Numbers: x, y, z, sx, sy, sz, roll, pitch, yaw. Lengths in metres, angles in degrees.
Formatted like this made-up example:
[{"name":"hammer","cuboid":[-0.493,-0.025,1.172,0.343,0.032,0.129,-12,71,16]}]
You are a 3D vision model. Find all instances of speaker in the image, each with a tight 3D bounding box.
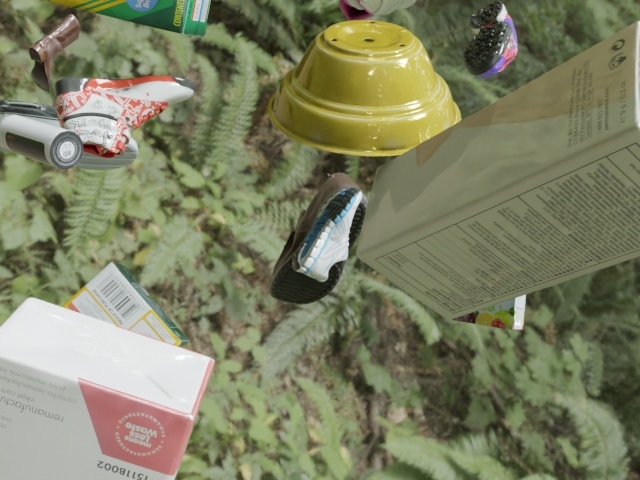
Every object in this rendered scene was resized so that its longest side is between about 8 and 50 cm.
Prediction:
[{"name":"speaker","cuboid":[-0.395,-0.139,1.149,0.055,0.136,0.055,-27,125,-45]}]

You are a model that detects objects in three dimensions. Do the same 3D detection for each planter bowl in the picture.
[{"name":"planter bowl","cuboid":[0.050,-0.182,0.894,0.217,0.217,0.090,-83,176,-55]}]

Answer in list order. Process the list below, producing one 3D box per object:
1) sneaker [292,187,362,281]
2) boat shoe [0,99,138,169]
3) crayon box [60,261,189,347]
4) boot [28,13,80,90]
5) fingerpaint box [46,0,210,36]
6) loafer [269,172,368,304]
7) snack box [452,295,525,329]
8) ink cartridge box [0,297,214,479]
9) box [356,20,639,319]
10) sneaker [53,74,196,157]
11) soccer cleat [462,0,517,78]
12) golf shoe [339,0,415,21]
[{"name":"sneaker","cuboid":[0.028,-0.009,1.517,0.083,0.191,0.071,36,-4,-28]},{"name":"boat shoe","cuboid":[-0.556,-0.245,1.785,0.335,0.121,0.119,10,47,-41]},{"name":"crayon box","cuboid":[-0.436,0.222,1.538,0.203,0.323,0.083,48,-2,6]},{"name":"boot","cuboid":[-0.460,-0.331,1.441,0.037,0.106,0.114,27,55,6]},{"name":"fingerpaint box","cuboid":[-0.365,-0.637,1.502,0.163,0.370,0.445,-60,164,-76]},{"name":"loafer","cuboid":[0.000,0.000,1.778,0.133,0.366,0.130,20,39,-20]},{"name":"snack box","cuboid":[0.311,0.107,1.517,0.037,0.141,0.100,6,89,-41]},{"name":"ink cartridge box","cuboid":[-0.147,0.146,0.473,0.115,0.198,0.067,19,21,-4]},{"name":"box","cuboid":[0.192,-0.044,0.748,0.148,0.311,0.121,34,52,-27]},{"name":"sneaker","cuboid":[-0.363,-0.233,1.560,0.270,0.090,0.145,-6,86,-27]},{"name":"soccer cleat","cuboid":[0.373,-0.403,1.729,0.116,0.108,0.318,52,28,-21]},{"name":"golf shoe","cuboid":[0.108,-0.442,1.363,0.115,0.140,0.306,59,-7,5]}]
